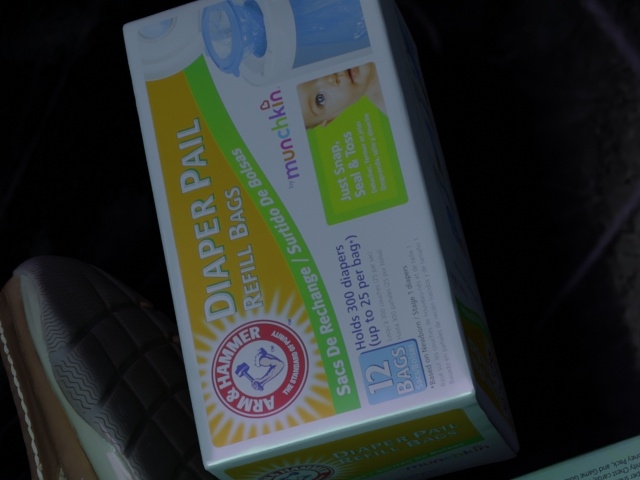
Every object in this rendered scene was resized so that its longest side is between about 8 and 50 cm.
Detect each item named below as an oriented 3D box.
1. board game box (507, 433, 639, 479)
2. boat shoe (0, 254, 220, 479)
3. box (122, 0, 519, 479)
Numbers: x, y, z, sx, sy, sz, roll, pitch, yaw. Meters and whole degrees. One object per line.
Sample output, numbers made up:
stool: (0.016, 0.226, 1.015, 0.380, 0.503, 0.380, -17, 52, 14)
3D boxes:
board game box: (0.131, 0.171, 0.583, 0.317, 0.046, 0.213, -20, 66, 6)
boat shoe: (-0.077, 0.147, 0.744, 0.116, 0.123, 0.324, -42, 57, 19)
box: (0.000, 0.000, 0.726, 0.114, 0.103, 0.203, -17, 67, 9)
